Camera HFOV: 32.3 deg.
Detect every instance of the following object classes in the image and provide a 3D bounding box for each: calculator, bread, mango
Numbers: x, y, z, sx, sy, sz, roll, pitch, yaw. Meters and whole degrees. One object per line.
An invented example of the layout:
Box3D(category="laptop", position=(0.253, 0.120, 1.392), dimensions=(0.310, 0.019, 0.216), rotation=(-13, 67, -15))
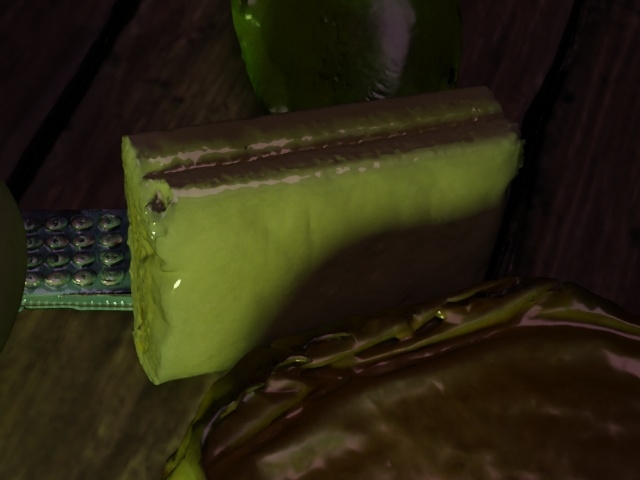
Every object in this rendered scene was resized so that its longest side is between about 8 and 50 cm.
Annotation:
Box3D(category="calculator", position=(-0.159, 0.011, 0.542), dimensions=(0.172, 0.018, 0.057), rotation=(-1, 64, -13))
Box3D(category="bread", position=(0.055, 0.138, 0.465), dimensions=(0.253, 0.142, 0.227), rotation=(-11, 69, -16))
Box3D(category="mango", position=(0.017, -0.103, 0.597), dimensions=(0.119, 0.100, 0.178), rotation=(-10, 72, 21))
Box3D(category="bread", position=(0.000, 0.000, 0.521), dimensions=(0.178, 0.139, 0.060), rotation=(-12, 42, -18))

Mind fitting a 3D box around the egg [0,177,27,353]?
Box3D(category="egg", position=(-0.235, 0.032, 0.413), dimensions=(0.254, 0.188, 0.188), rotation=(-19, 71, -23))
